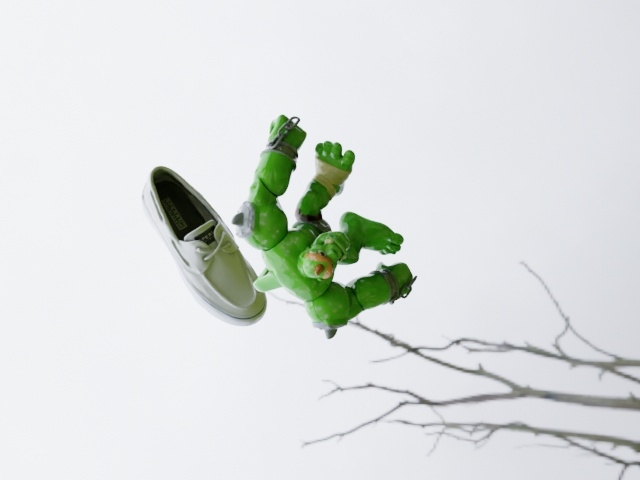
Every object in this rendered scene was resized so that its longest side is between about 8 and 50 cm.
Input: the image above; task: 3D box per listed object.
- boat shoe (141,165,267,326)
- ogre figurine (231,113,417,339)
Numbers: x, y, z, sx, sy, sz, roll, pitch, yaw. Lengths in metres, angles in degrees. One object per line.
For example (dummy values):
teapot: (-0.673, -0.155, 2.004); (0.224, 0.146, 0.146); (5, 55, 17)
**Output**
boat shoe: (-0.166, 0.007, 1.078); (0.095, 0.084, 0.258); (-38, -102, -24)
ogre figurine: (0.000, 0.000, 0.680); (0.118, 0.096, 0.197); (-51, -48, -33)
